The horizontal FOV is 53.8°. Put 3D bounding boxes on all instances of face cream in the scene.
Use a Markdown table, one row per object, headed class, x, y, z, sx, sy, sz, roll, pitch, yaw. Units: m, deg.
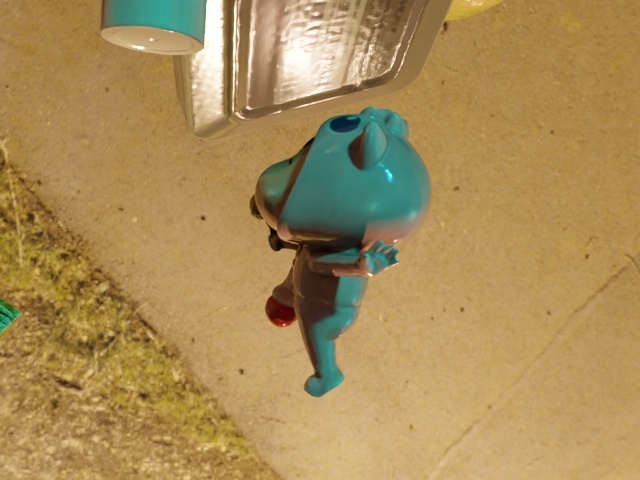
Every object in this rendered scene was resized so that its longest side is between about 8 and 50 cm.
| class | x | y | z | sx | sy | sz | roll | pitch | yaw |
| --- | --- | --- | --- | --- | --- | --- | --- | --- | --- |
| face cream | -0.114 | -0.268 | 0.454 | 0.077 | 0.077 | 0.250 | 3 | 91 | -11 |

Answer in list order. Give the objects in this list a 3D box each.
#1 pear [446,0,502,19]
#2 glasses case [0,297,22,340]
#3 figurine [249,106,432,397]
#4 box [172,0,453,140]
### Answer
| class | x | y | z | sx | sy | sz | roll | pitch | yaw |
| --- | --- | --- | --- | --- | --- | --- | --- | --- | --- |
| pear | 0.222 | -0.573 | 1.132 | 0.391 | 0.391 | 0.391 | -4 | 132 | -5 |
| glasses case | -0.444 | 0.026 | 0.630 | 0.272 | 0.095 | 0.062 | 39 | 126 | -11 |
| figurine | 0.000 | 0.000 | 0.643 | 0.186 | 0.176 | 0.287 | 20 | 116 | 8 |
| box | 0.001 | -0.281 | 0.783 | 0.373 | 0.090 | 0.367 | -18 | 161 | -15 |
